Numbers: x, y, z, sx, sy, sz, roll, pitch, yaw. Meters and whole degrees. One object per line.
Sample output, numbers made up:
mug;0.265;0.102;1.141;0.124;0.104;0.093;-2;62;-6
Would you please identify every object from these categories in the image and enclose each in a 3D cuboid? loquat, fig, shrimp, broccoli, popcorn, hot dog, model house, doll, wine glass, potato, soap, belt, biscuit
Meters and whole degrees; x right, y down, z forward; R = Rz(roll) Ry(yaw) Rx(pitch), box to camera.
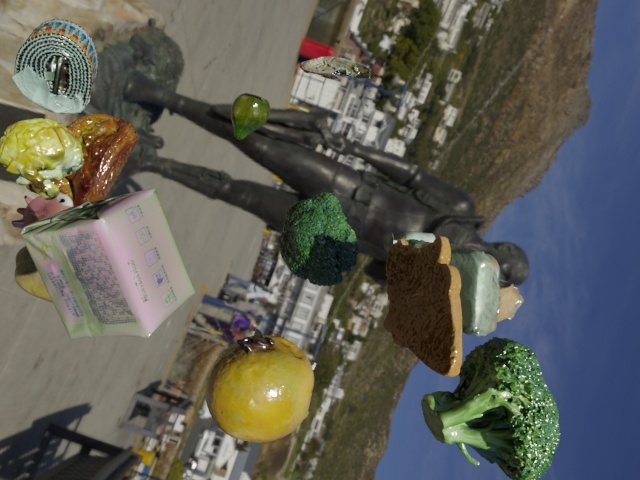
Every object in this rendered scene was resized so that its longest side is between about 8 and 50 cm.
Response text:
loquat;-0.126;0.299;1.147;0.244;0.244;0.243;-159;-90;-86
fig;-0.239;-0.403;1.804;0.123;0.123;0.156;-91;-157;-80
shrimp;0.037;-0.460;1.479;0.126;0.224;0.047;-29;130;-39
broccoli;0.000;0.000;1.788;0.275;0.308;0.307;-14;129;-61
popcorn;-0.683;-0.197;1.359;0.198;0.198;0.212;-86;-174;-77
hot dog;-0.827;-0.291;1.983;0.174;0.267;0.387;61;49;-64
model house;0.387;0.095;1.392;0.267;0.325;0.193;12;-78;50
doll;-0.887;-0.060;1.798;0.093;0.211;0.261;124;-26;-62
wine glass;0.366;0.006;2.246;0.093;0.202;0.092;179;-90;-69
potato;-0.783;0.115;1.685;0.141;0.296;0.191;-54;-155;28
broccoli;0.304;0.297;0.970;0.269;0.242;0.261;-142;-138;-67
soap;-0.328;0.038;0.868;0.138;0.182;0.199;-43;122;-56
belt;-0.758;-0.496;1.588;0.150;0.207;0.257;-98;-149;-49
biscuit;0.142;0.085;0.755;0.250;0.035;0.162;-102;-146;-51

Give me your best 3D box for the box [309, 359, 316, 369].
box;-0.101;0.320;1.569;0.090;0.167;0.024;41;70;-54
